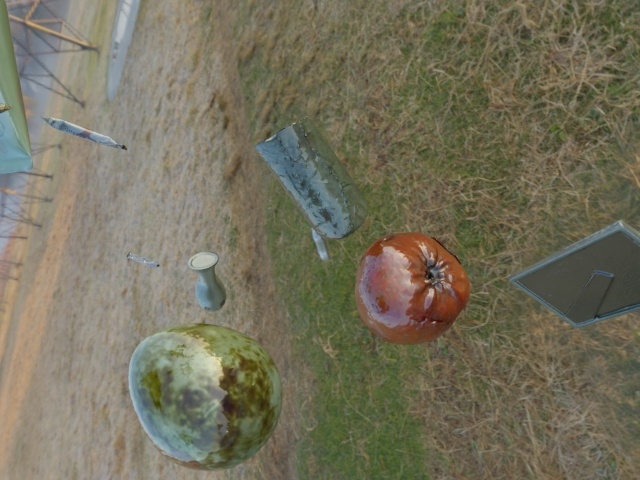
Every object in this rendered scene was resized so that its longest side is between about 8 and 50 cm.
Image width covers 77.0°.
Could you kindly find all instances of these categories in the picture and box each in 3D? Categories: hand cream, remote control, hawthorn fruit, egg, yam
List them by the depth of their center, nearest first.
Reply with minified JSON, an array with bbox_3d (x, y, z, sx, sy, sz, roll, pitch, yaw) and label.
[{"bbox_3d":[-0.487,-0.249,0.573,0.147,0.093,0.306,-1,99,23],"label":"hand cream"},{"bbox_3d":[-0.209,0.271,0.728,0.238,0.289,0.238,-64,0,-1],"label":"egg"},{"bbox_3d":[0.202,0.139,0.996,0.307,0.276,0.276,115,145,-48],"label":"hawthorn fruit"},{"bbox_3d":[-0.016,-0.156,1.011,0.168,0.304,0.168,-32,20,13],"label":"yam"},{"bbox_3d":[0.000,0.000,1.151,0.032,0.122,0.074,-15,47,5],"label":"remote control"},{"bbox_3d":[-0.516,0.059,1.174,0.019,0.093,0.030,-56,25,21],"label":"hand cream"}]

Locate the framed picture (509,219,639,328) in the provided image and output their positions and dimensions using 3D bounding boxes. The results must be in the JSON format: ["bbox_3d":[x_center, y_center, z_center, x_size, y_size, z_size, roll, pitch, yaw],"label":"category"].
[{"bbox_3d":[0.182,0.027,0.266,0.007,0.066,0.089,-57,2,-34],"label":"framed picture"}]

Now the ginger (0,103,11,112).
[{"bbox_3d":[-0.404,-0.135,0.417,0.057,0.137,0.044,26,136,22],"label":"ginger"}]

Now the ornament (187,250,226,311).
[{"bbox_3d":[-0.269,0.104,0.972,0.081,0.075,0.156,52,153,44],"label":"ornament"}]

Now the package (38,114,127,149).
[{"bbox_3d":[-0.329,-0.149,0.563,0.037,0.110,0.015,-171,98,-72],"label":"package"}]
